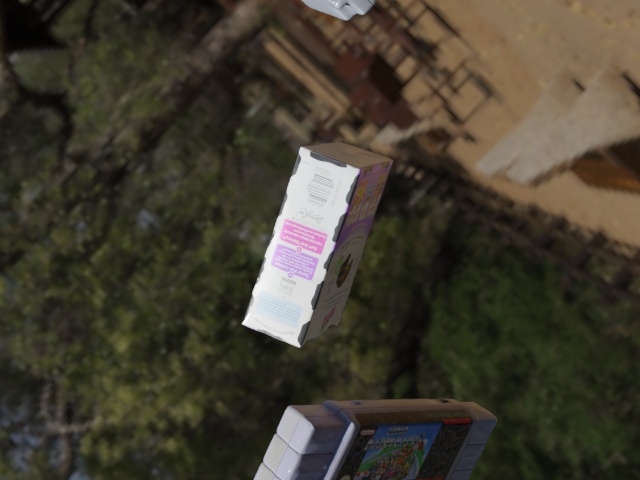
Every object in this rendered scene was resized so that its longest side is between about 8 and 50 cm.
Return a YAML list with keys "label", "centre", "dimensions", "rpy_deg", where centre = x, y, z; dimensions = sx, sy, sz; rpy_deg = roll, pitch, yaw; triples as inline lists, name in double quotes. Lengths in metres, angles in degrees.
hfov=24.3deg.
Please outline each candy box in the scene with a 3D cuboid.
- label: "candy box"
  centre: [0.000, 0.000, 1.568]
  dimensions: [0.070, 0.196, 0.165]
  rpy_deg: [21, -170, 12]

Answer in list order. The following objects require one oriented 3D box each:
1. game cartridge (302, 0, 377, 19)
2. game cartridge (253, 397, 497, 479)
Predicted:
- label: "game cartridge"
  centre: [-0.080, -0.325, 1.375]
  dimensions: [0.297, 0.062, 0.198]
  rpy_deg: [41, -175, -20]
- label: "game cartridge"
  centre: [0.052, 0.289, 1.712]
  dimensions: [0.355, 0.230, 0.068]
  rpy_deg: [6, -152, -50]
